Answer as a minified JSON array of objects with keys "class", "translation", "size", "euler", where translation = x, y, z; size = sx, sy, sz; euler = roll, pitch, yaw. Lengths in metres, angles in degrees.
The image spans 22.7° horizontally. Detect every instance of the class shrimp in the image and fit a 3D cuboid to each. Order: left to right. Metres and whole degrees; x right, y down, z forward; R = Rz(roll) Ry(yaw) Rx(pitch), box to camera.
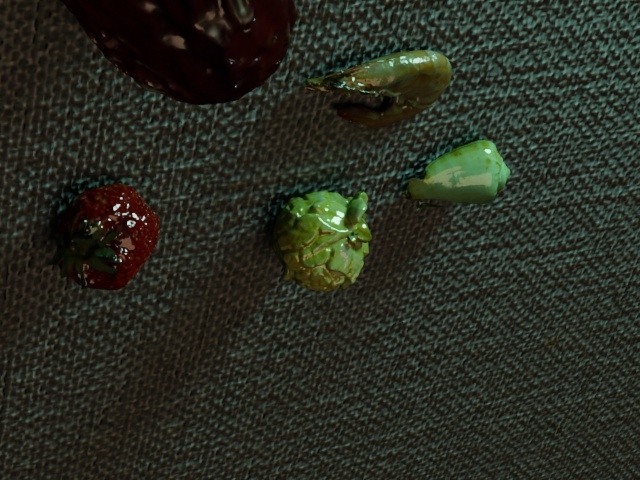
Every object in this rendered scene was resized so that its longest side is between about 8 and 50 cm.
[{"class":"shrimp","translation":[0.076,-0.202,2.158],"size":[0.236,0.053,0.133],"euler":[-10,152,-33]}]

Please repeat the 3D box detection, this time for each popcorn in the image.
[{"class":"popcorn","translation":[0.000,0.000,2.210],"size":[0.162,0.142,0.135],"euler":[-16,157,38]}]

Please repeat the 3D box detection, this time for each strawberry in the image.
[{"class":"strawberry","translation":[-0.271,-0.010,2.038],"size":[0.131,0.148,0.131],"euler":[6,118,11]}]

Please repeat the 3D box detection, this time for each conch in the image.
[{"class":"conch","translation":[0.199,-0.098,2.313],"size":[0.170,0.079,0.106],"euler":[-11,117,-19]}]

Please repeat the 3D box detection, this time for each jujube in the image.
[{"class":"jujube","translation":[-0.169,-0.311,1.725],"size":[0.258,0.258,0.377],"euler":[-41,140,3]}]
